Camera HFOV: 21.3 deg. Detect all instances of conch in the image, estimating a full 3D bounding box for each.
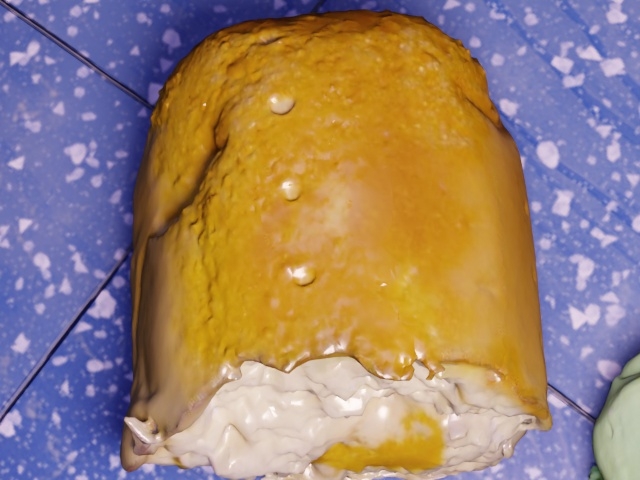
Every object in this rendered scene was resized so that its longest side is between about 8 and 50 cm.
[{"bbox_3d":[0.305,0.191,1.403,0.143,0.137,0.251,5,76,-11],"label":"conch"}]

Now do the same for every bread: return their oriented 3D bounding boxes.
[{"bbox_3d":[0.000,0.000,1.418,0.361,0.250,0.394,-4,75,3],"label":"bread"}]
